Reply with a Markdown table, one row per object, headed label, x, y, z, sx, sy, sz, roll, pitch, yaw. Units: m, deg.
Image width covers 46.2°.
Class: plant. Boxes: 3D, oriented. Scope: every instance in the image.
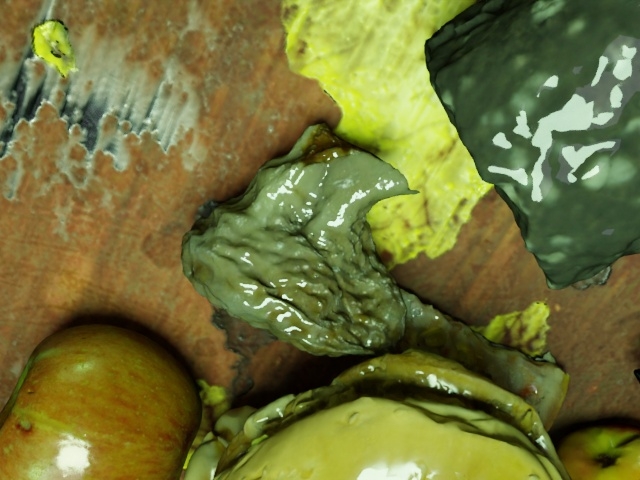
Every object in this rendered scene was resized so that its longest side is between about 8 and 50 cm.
| label | x | y | z | sx | sy | sz | roll | pitch | yaw |
| --- | --- | --- | --- | --- | --- | --- | --- | --- | --- |
| plant | 0.243 | -0.124 | 0.505 | 0.312 | 0.213 | 0.215 | -26 | 108 | 17 |

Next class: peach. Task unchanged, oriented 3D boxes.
| label | x | y | z | sx | sy | sz | roll | pitch | yaw |
| --- | --- | --- | --- | --- | --- | --- | --- | --- | --- |
| peach | 0.287 | 0.242 | 0.717 | 0.138 | 0.138 | 0.138 | 2 | 115 | 4 |

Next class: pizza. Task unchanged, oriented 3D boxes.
| label | x | y | z | sx | sy | sz | roll | pitch | yaw |
| --- | --- | --- | --- | --- | --- | --- | --- | --- | --- |
| pizza | 0.129 | 0.118 | 0.685 | 0.195 | 0.185 | 0.052 | 50 | 152 | 6 |

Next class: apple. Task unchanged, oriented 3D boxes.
| label | x | y | z | sx | sy | sz | roll | pitch | yaw |
| --- | --- | --- | --- | --- | --- | --- | --- | --- | --- |
| apple | -0.206 | 0.178 | 0.695 | 0.195 | 0.196 | 0.196 | 2 | 115 | 4 |

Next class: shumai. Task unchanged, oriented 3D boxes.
| label | x | y | z | sx | sy | sz | roll | pitch | yaw |
| --- | --- | --- | --- | --- | --- | --- | --- | --- | --- |
| shumai | 0.000 | 0.000 | 0.634 | 0.205 | 0.166 | 0.176 | 28 | 88 | -21 |

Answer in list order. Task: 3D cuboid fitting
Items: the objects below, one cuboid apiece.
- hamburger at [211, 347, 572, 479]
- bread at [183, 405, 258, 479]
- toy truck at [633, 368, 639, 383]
| label | x | y | z | sx | sy | sz | roll | pitch | yaw |
| --- | --- | --- | --- | --- | --- | --- | --- | --- | --- |
| hamburger | 0.058 | 0.237 | 0.572 | 0.318 | 0.158 | 0.319 | 1 | 113 | 3 |
| bread | 0.024 | 0.241 | 0.729 | 0.311 | 0.121 | 0.173 | 7 | 95 | -6 |
| toy truck | 0.405 | 0.096 | 0.621 | 0.257 | 0.127 | 0.127 | -26 | 71 | 10 |
